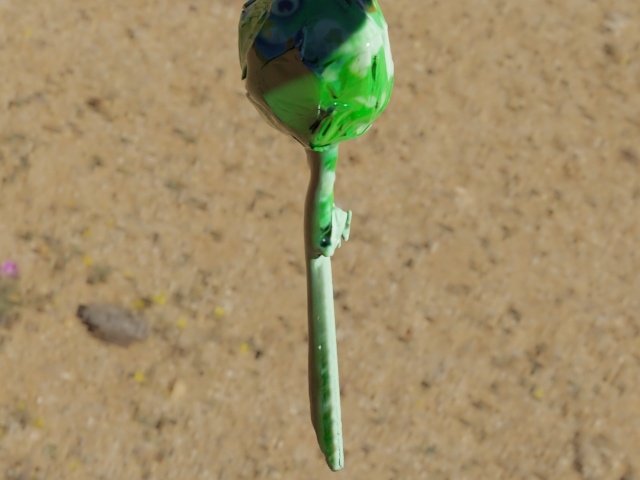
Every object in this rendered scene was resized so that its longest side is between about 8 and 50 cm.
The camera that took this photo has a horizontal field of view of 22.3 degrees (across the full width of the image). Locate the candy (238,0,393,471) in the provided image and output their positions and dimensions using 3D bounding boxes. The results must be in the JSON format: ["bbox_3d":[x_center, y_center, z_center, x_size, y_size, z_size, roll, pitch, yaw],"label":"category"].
[{"bbox_3d":[0.001,-0.001,0.982,0.097,0.323,0.097,-1,24,1],"label":"candy"}]
